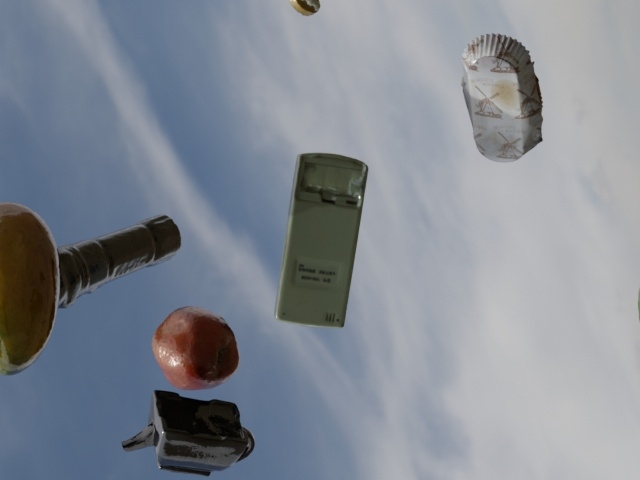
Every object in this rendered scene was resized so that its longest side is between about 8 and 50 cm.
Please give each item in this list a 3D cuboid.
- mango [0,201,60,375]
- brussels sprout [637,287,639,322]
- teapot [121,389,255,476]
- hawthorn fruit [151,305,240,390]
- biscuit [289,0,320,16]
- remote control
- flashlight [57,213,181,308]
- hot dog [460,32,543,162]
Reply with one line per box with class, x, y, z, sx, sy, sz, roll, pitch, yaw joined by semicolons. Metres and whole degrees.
mango;-0.377;0.051;1.219;0.120;0.151;0.221;9;-138;-37
brussels sprout;0.350;0.067;0.864;0.180;0.144;0.161;54;-152;-13
teapot;-0.172;0.267;1.330;0.177;0.096;0.087;13;-156;-26
hawthorn fruit;-0.171;0.153;1.410;0.128;0.128;0.128;44;-143;-46
biscuit;-0.030;-0.514;1.760;0.158;0.035;0.240;31;-119;-31
remote control;0.000;0.000;1.644;0.038;0.123;0.285;-115;31;-78
flashlight;-0.356;0.032;1.591;0.424;0.103;0.103;-28;-80;-62
hot dog;0.221;-0.174;1.239;0.192;0.099;0.053;69;-148;-43
